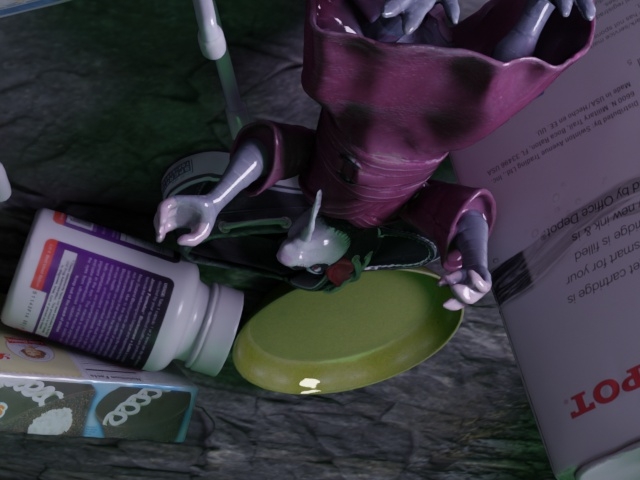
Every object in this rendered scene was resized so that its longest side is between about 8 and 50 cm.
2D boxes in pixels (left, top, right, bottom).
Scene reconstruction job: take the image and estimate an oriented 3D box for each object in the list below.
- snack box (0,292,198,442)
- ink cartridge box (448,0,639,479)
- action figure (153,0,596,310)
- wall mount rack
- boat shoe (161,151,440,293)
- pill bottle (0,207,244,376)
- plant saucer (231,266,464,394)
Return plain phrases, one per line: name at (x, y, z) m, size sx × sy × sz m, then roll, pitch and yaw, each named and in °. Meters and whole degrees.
snack box at (-0.290, 0.104, 1.459) m, size 0.322 × 0.187 × 0.060 m, roll 8°, pitch 108°, yaw -31°
ink cartridge box at (0.282, -0.017, 1.307) m, size 0.285 × 0.394 × 0.166 m, roll -28°, pitch 145°, yaw 21°
action figure at (0.040, -0.098, 1.268) m, size 0.248 × 0.275 × 0.370 m, roll 22°, pitch 144°, yaw -6°
wall mount rack at (-0.175, -0.132, 1.207) m, size 0.350 × 0.130 × 0.304 m, roll -13°, pitch 174°, yaw -1°
boat shoe at (0.000, 0.000, 1.492) m, size 0.301 × 0.102 × 0.108 m, roll 12°, pitch 139°, yaw -36°
pill bottle at (-0.170, 0.051, 1.442) m, size 0.194 × 0.108 × 0.108 m, roll 19°, pitch 139°, yaw -9°
plant saucer at (0.025, 0.082, 1.690) m, size 0.241 × 0.037 × 0.241 m, roll -11°, pitch 148°, yaw -7°
